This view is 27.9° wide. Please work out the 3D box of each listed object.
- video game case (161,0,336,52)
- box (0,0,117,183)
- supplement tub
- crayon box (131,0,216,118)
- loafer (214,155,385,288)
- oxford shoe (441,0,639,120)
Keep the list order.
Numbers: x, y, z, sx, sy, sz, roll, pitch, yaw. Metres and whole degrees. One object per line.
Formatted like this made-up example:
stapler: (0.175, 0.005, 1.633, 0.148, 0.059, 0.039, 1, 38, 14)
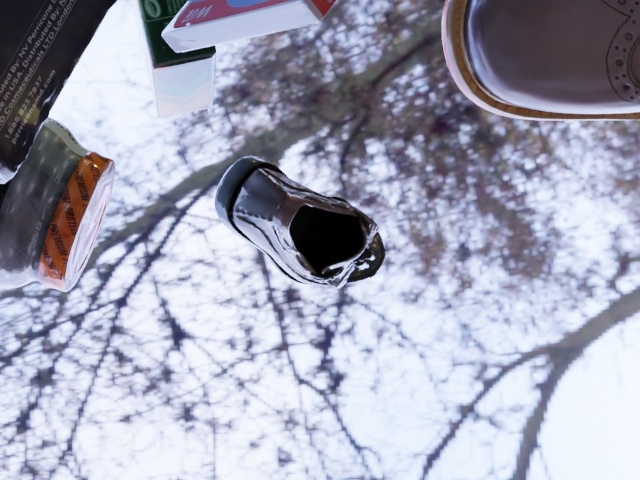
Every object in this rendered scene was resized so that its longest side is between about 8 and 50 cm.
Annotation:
video game case: (0.003, -0.276, 1.091, 0.025, 0.204, 0.285, 48, -118, -29)
box: (-0.292, -0.204, 0.643, 0.182, 0.296, 0.294, -63, -23, -10)
supplement tub: (-0.392, -0.067, 1.366, 0.316, 0.193, 0.193, 19, -112, -1)
crayon box: (-0.192, -0.277, 1.630, 0.081, 0.318, 0.202, -13, -97, -6)
loafer: (0.000, 0.000, 1.229, 0.267, 0.084, 0.096, 28, -91, -57)
oxford shoe: (0.235, -0.132, 0.574, 0.364, 0.133, 0.130, -16, -78, 1)
